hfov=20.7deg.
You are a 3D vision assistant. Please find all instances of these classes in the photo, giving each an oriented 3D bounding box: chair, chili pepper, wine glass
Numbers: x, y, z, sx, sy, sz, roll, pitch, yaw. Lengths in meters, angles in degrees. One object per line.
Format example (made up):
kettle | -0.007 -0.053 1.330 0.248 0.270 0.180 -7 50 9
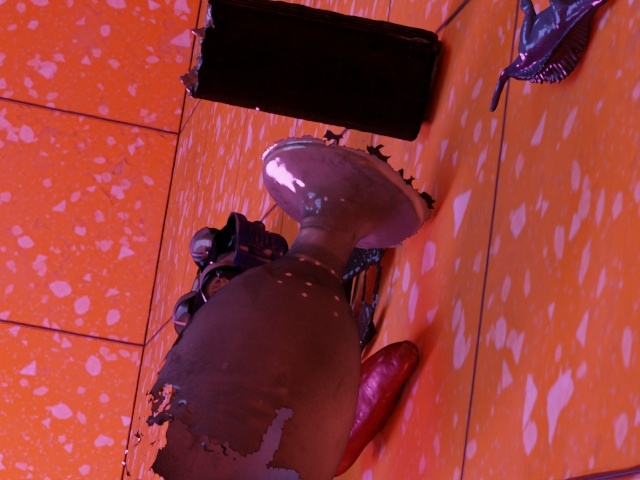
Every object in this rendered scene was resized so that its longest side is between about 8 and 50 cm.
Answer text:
chair | 0.007 0.065 1.876 0.213 0.149 0.174 -31 28 16
chili pepper | 0.031 0.169 1.699 0.272 0.063 0.071 -53 27 40
wine glass | -0.034 0.087 1.607 0.357 0.190 0.190 -64 4 -27

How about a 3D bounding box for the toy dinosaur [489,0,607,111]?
toy dinosaur | 0.177 -0.162 1.342 0.197 0.045 0.080 134 143 -54

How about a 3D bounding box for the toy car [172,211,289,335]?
toy car | -0.089 0.090 2.132 0.172 0.158 0.235 -112 36 -69

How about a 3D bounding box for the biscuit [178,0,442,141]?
biscuit | -0.011 -0.176 1.757 0.070 0.252 0.106 -82 3 -70

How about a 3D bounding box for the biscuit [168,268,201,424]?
biscuit | -0.140 0.166 2.461 0.332 0.103 0.332 -168 90 -78
